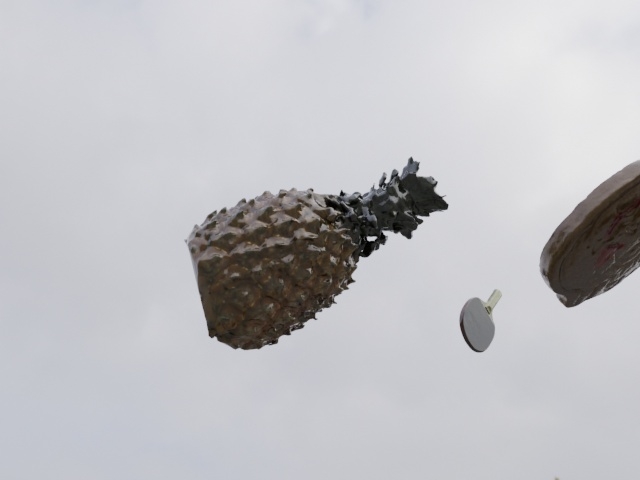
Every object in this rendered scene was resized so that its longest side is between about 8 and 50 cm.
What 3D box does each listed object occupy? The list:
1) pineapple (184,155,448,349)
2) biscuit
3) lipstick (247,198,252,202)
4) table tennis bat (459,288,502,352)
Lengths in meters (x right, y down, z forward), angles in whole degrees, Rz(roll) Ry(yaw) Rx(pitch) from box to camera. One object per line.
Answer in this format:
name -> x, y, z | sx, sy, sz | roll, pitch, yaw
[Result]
pineapple -> 0.000, 0.000, 0.817 | 0.362, 0.202, 0.202 | -26, -47, -4
biscuit -> 0.455, -0.009, 0.903 | 0.273, 0.049, 0.257 | -38, -42, 2
lipstick -> -0.138, -0.028, 0.973 | 0.019, 0.019, 0.094 | 38, -81, -27
table tennis bat -> 0.287, 0.132, 1.042 | 0.013, 0.156, 0.087 | -24, -79, 44
